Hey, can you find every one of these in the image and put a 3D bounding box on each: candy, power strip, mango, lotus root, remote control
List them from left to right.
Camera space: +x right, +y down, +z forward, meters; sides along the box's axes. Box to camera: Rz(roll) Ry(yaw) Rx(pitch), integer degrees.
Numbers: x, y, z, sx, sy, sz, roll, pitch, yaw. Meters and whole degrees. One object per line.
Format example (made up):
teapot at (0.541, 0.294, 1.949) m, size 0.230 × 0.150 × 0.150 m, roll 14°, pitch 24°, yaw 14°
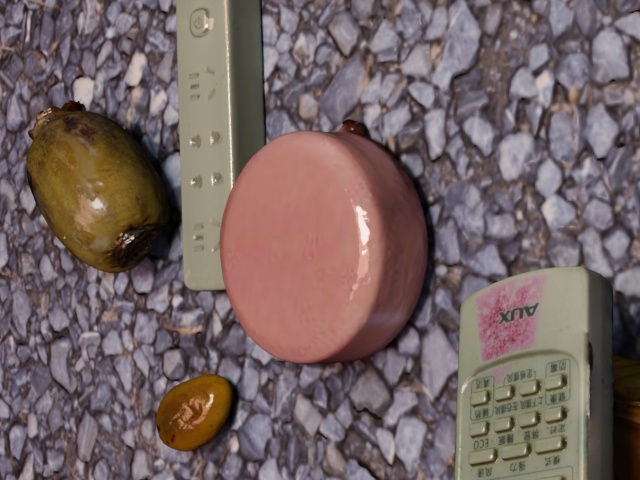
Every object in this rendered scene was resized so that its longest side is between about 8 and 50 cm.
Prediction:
lotus root at (-0.280, -0.078, 1.883) m, size 0.154 × 0.154 × 0.278 m, roll -55°, pitch 50°, yaw 29°
mango at (-0.143, 0.195, 1.804) m, size 0.114 × 0.057 × 0.079 m, roll -42°, pitch 57°, yaw 26°
power strip at (-0.112, -0.135, 1.772) m, size 0.091 × 0.062 × 0.385 m, roll -4°, pitch 87°, yaw 41°
candy at (0.000, 0.000, 1.637) m, size 0.255 × 0.094 × 0.255 m, roll 0°, pitch 89°, yaw 45°
remote control at (0.171, 0.191, 1.283) m, size 0.145 × 0.050 × 0.344 m, roll -19°, pitch 58°, yaw 42°

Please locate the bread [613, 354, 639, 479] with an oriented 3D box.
bread at (0.246, 0.223, 1.364) m, size 0.253 × 0.142 × 0.227 m, roll 26°, pitch 109°, yaw 45°
